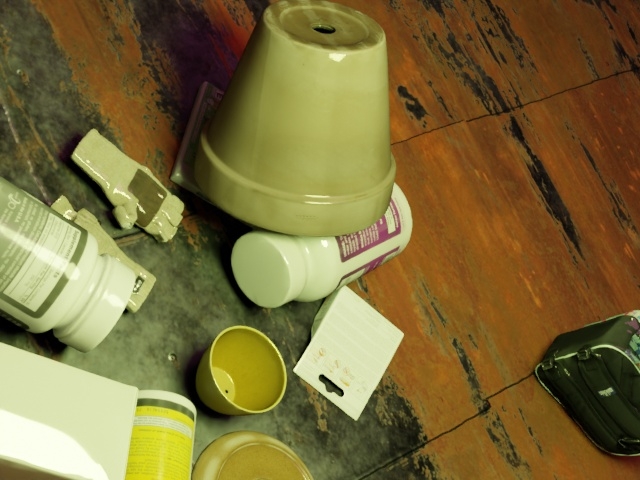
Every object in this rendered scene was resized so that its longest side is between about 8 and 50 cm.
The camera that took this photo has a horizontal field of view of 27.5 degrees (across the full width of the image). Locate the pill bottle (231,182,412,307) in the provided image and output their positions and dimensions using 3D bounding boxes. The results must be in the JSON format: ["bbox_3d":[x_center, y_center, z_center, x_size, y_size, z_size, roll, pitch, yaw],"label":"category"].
[{"bbox_3d":[0.000,0.000,2.117,0.302,0.169,0.169,-26,85,-46],"label":"pill bottle"}]

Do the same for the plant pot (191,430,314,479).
[{"bbox_3d":[-0.086,0.389,1.922,0.236,0.032,0.236,21,54,-32],"label":"plant pot"}]

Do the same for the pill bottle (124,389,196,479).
[{"bbox_3d":[-0.234,0.319,1.773,0.119,0.119,0.208,22,53,-30],"label":"pill bottle"}]

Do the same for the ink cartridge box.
[{"bbox_3d":[0.041,0.185,2.153,0.145,0.045,0.179,40,65,-17],"label":"ink cartridge box"}]

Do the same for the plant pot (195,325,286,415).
[{"bbox_3d":[-0.132,0.205,1.940,0.134,0.095,0.134,20,56,-32],"label":"plant pot"}]

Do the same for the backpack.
[{"bbox_3d":[0.552,0.265,2.401,0.191,0.225,0.253,-41,99,-40],"label":"backpack"}]

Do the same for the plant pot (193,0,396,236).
[{"bbox_3d":[-0.021,-0.206,2.011,0.323,0.280,0.323,8,33,-6],"label":"plant pot"}]

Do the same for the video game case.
[{"bbox_3d":[-0.142,-0.138,2.178,0.193,0.023,0.212,31,50,-24],"label":"video game case"}]

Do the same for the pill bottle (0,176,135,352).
[{"bbox_3d":[-0.405,0.024,1.766,0.283,0.161,0.161,34,49,-22],"label":"pill bottle"}]

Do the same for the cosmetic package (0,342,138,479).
[{"bbox_3d":[-0.435,0.219,1.607,0.366,0.197,0.155,24,53,-27],"label":"cosmetic package"}]

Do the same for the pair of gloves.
[{"bbox_3d":[-0.315,-0.030,1.958,0.204,0.042,0.240,37,49,-23],"label":"pair of gloves"}]
